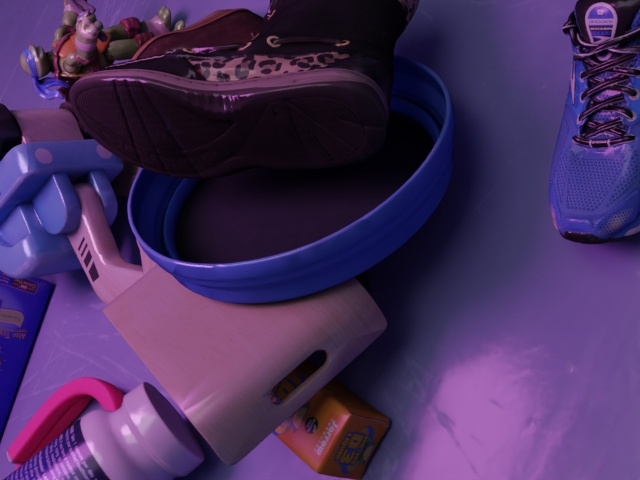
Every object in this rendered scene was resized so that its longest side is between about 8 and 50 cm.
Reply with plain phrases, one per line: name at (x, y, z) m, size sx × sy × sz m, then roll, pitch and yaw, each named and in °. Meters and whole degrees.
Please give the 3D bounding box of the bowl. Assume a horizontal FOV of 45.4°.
bowl at (-0.032, -0.082, 0.895) m, size 0.391 × 0.077 × 0.391 m, roll -15°, pitch 38°, yaw 12°

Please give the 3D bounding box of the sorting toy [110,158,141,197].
sorting toy at (-0.312, -0.167, 1.305) m, size 0.347 × 0.047 × 0.196 m, roll 12°, pitch 82°, yaw 43°

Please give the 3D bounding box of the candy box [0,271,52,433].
candy box at (-0.631, 0.177, 1.252) m, size 0.122 × 0.268 × 0.317 m, roll 0°, pitch 70°, yaw 44°

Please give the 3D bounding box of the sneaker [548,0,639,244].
sneaker at (0.275, -0.156, 0.727) m, size 0.130 × 0.147 × 0.330 m, roll 5°, pitch 74°, yaw 42°

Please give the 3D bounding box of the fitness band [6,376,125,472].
fitness band at (-0.370, 0.331, 1.105) m, size 0.291 × 0.054 × 0.209 m, roll -50°, pitch 47°, yaw 12°

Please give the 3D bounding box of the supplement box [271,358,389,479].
supplement box at (-0.034, 0.175, 0.877) m, size 0.233 × 0.080 × 0.078 m, roll 29°, pitch 91°, yaw 42°

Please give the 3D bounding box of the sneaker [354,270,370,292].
sneaker at (0.000, 0.000, 0.939) m, size 0.077 × 0.072 × 0.178 m, roll -30°, pitch 51°, yaw 31°

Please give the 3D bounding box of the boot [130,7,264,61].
boot at (-0.167, -0.262, 1.158) m, size 0.248 × 0.090 × 0.207 m, roll -44°, pitch 48°, yaw -17°

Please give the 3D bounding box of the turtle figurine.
turtle figurine at (-0.368, -0.376, 1.277) m, size 0.198 × 0.266 × 0.275 m, roll 0°, pitch 100°, yaw 60°

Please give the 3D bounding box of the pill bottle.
pill bottle at (-0.283, 0.305, 0.939) m, size 0.264 × 0.153 × 0.153 m, roll -39°, pitch 46°, yaw -5°

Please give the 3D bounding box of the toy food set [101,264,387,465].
toy food set at (-0.099, 0.088, 0.875) m, size 0.220 × 0.092 × 0.306 m, roll -40°, pitch 40°, yaw -15°

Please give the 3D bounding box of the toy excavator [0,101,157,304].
toy excavator at (-0.378, -0.022, 1.189) m, size 0.433 × 0.222 × 0.445 m, roll -34°, pitch 78°, yaw 38°

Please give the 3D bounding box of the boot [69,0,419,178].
boot at (-0.075, -0.213, 0.897) m, size 0.377 × 0.138 × 0.284 m, roll 1°, pitch 45°, yaw 24°
